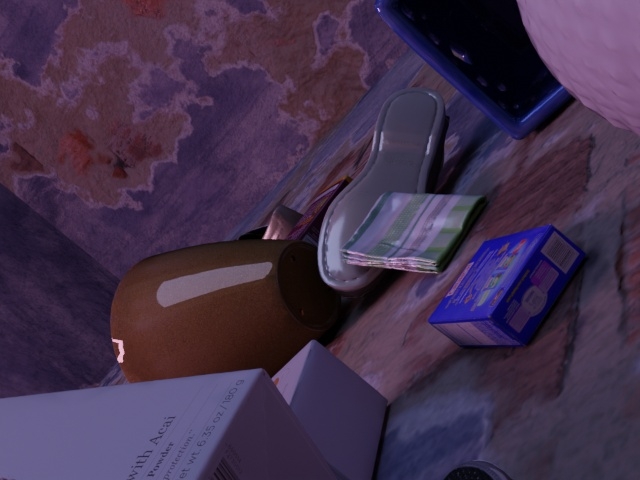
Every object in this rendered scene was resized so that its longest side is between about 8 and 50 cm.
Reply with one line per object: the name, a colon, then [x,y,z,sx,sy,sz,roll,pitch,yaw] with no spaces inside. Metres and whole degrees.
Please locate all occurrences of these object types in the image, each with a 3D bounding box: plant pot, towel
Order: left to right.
plant pot: [-0.104,0.092,1.176,0.254,0.237,0.237,-24,23,37]
towel: [0.101,-0.015,1.005,0.152,0.023,0.113,4,51,49]
plant pot: [0.235,-0.292,1.043,0.236,0.236,0.212,-46,4,24]

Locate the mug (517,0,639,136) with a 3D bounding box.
mug: [0.282,-0.194,0.438,0.374,0.276,0.328,-20,-4,-11]

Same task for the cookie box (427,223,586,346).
cookie box: [0.144,0.038,0.705,0.092,0.040,0.107,-52,10,-16]

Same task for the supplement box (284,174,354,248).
supplement box: [0.000,0.000,1.402,0.188,0.081,0.104,-53,11,-25]

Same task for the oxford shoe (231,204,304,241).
oxford shoe: [-0.113,0.043,1.604,0.348,0.130,0.123,-41,13,42]

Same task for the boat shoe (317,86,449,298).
boat shoe: [0.089,-0.052,1.152,0.097,0.116,0.324,71,-145,-52]

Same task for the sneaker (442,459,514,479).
sneaker: [0.053,0.182,0.433,0.084,0.083,0.215,-44,9,36]

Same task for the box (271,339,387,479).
box: [-0.036,0.194,0.766,0.170,0.091,0.130,-45,10,27]

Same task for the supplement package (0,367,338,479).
supplement package: [-0.146,0.218,0.604,0.293,0.175,0.177,-12,31,33]
